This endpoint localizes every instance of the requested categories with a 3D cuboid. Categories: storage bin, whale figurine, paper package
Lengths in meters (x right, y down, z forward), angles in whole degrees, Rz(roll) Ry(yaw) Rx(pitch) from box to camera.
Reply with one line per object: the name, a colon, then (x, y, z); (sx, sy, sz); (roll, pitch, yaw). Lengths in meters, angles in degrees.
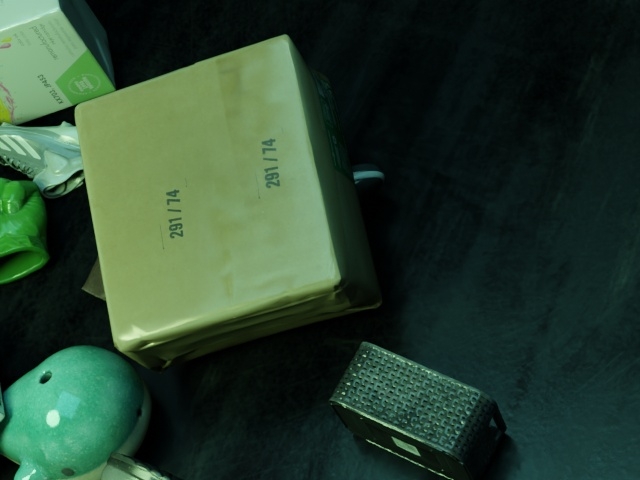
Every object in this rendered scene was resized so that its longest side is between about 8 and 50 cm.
storage bin: (0.114, 0.204, 1.752); (0.180, 0.122, 0.084); (23, 71, 25)
whale figurine: (-0.347, 0.213, 1.865); (0.272, 0.141, 0.216); (-6, 48, 25)
paper package: (-0.114, -0.041, 1.835); (0.310, 0.168, 0.324); (-17, 73, 12)

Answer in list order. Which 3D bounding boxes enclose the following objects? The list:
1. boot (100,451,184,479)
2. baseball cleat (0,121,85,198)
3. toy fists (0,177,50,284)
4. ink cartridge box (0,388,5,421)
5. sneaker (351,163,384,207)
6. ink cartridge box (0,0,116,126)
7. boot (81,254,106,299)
boot: (-0.151, 0.405, 1.670); (0.338, 0.118, 0.222); (35, 84, 9)
baseball cleat: (-0.410, -0.112, 2.101); (0.206, 0.072, 0.109); (-4, 69, 18)
toy fists: (-0.504, 0.003, 2.050); (0.279, 0.096, 0.142); (-25, 59, 8)
ink cartridge box: (-0.493, 0.235, 1.905); (0.223, 0.045, 0.224); (-46, 28, 7)
sneaker: (0.000, 0.000, 1.924); (0.235, 0.084, 0.097); (-38, 68, 7)
ink cartridge box: (-0.493, -0.249, 2.115); (0.354, 0.207, 0.119); (-19, 58, 7)
boot: (-0.176, 0.009, 1.980); (0.248, 0.090, 0.206); (16, 82, 19)
